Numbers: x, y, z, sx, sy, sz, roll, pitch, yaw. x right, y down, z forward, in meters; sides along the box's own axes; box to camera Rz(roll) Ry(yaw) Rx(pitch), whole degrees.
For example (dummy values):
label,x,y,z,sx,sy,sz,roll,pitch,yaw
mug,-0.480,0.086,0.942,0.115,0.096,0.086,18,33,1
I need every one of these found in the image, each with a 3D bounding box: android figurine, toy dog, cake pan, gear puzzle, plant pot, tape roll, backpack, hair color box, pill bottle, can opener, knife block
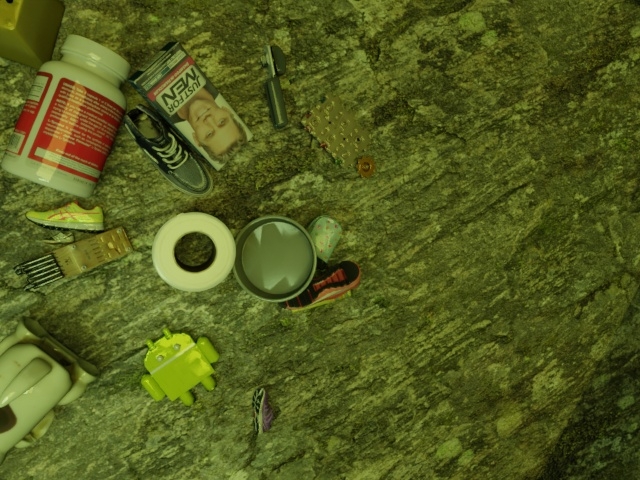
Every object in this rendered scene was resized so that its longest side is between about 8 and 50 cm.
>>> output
label,x,y,z,sx,sy,sz,roll,pitch,yaw
android figurine,-0.469,0.415,1.396,0.248,0.056,0.272,-32,104,-14
toy dog,-0.841,0.468,1.110,0.408,0.395,0.284,-50,115,-18
cake pan,-0.154,0.061,1.423,0.293,0.054,0.293,0,91,7
gear puzzle,0.089,-0.368,1.542,0.339,0.044,0.175,44,78,-18
plant pot,-0.857,-0.623,1.134,0.212,0.187,0.212,15,89,-18
tape roll,-0.401,0.031,1.334,0.246,0.169,0.246,-1,95,-18
backpack,0.000,0.000,1.493,0.152,0.115,0.182,31,82,-16
hair color box,-0.383,-0.399,1.278,0.174,0.105,0.347,-47,130,-8
pill bottle,-0.696,-0.344,1.182,0.229,0.229,0.407,21,87,-18
can opener,-0.148,-0.528,1.433,0.093,0.074,0.280,-10,97,-18
knife block,-0.755,0.058,1.275,0.276,0.242,0.088,-38,111,-59

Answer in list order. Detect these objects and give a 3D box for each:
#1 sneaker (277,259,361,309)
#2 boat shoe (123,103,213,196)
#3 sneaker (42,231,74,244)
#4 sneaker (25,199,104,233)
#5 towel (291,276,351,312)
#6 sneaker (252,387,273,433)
label,x,y,z,sx,sy,sz,roll,pitch,yaw
sneaker,0.003,0.183,1.488,0.314,0.136,0.115,-20,60,4
boat shoe,-0.469,-0.268,1.298,0.340,0.158,0.127,44,80,-15
sneaker,-0.797,-0.008,1.277,0.083,0.032,0.036,-3,80,-23
sneaker,-0.762,-0.076,1.263,0.209,0.081,0.094,6,81,-23
towel,-0.006,0.188,1.554,0.237,0.021,0.102,-14,92,-16
sneaker,-0.202,0.603,1.500,0.071,0.068,0.169,-5,104,-33
